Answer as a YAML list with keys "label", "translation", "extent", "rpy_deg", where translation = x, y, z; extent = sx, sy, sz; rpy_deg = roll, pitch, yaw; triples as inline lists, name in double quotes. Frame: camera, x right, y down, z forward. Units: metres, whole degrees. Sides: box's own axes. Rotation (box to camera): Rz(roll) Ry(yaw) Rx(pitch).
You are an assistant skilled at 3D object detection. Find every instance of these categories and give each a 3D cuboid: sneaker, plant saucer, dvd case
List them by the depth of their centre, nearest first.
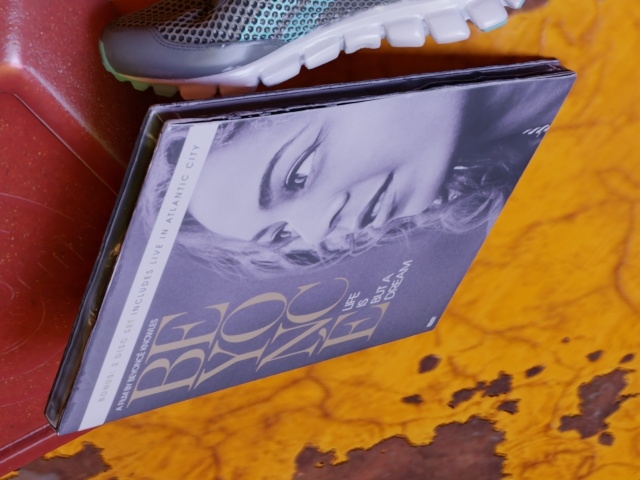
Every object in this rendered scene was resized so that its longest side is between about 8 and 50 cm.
- label: "sneaker"
  translation: [-0.007, -0.106, 0.517]
  extent: [0.166, 0.065, 0.076]
  rpy_deg: [-17, 121, -4]
- label: "dvd case"
  translation: [0.000, 0.000, 0.581]
  extent: [0.221, 0.018, 0.164]
  rpy_deg: [-11, 140, -39]
- label: "plant saucer"
  translation: [-0.156, 0.019, 0.601]
  extent: [0.258, 0.047, 0.259]
  rpy_deg: [-28, 135, 13]
